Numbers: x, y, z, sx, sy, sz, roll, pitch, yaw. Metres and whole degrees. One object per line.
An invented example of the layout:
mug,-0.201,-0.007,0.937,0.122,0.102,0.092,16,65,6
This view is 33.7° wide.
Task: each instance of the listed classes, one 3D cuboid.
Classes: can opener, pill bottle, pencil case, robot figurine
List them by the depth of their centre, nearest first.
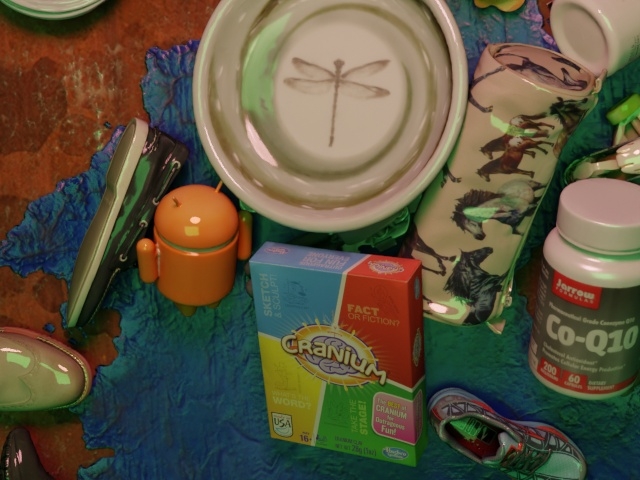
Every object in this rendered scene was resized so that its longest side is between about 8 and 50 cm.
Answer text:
pill bottle,0.442,-0.331,1.456,0.229,0.131,0.131,-32,94,-17
pencil case,0.245,-0.075,1.479,0.184,0.160,0.410,21,115,1
pill bottle,0.387,0.068,1.485,0.161,0.161,0.283,3,121,5
can opener,0.000,0.000,1.564,0.283,0.076,0.095,-24,139,19
robot figurine,-0.184,0.008,1.569,0.158,0.128,0.219,8,129,0

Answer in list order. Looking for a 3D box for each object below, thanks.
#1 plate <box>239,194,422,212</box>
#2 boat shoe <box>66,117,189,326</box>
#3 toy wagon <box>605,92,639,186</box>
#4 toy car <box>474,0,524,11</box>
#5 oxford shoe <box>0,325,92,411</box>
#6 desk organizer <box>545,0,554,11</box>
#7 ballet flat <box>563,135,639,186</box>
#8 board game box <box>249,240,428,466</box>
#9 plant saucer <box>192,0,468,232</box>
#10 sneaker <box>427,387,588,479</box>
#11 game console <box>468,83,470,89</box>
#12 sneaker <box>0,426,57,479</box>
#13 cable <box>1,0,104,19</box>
plate,0.015,-0.180,1.590,0.277,0.045,0.278,0,98,7
boat shoe,-0.292,-0.013,1.610,0.113,0.127,0.340,17,98,-24
toy wagon,0.593,-0.154,1.528,0.344,0.068,0.267,-37,93,9
toy car,0.246,-0.437,1.484,0.210,0.219,0.238,-30,123,8
oxford shoe,-0.560,0.208,1.646,0.397,0.146,0.140,6,98,4
desk organizer,0.382,-0.300,1.535,0.047,0.050,0.130,-29,94,9
ballet flat,0.420,-0.106,1.481,0.188,0.070,0.070,-25,96,50
board game box,0.030,0.166,1.543,0.242,0.064,0.316,6,119,22
plant saucer,0.018,-0.211,1.490,0.400,0.100,0.400,1,93,19
sneaker,0.279,0.319,1.592,0.262,0.125,0.104,22,100,2
game console,0.212,-0.154,1.592,0.107,0.071,0.122,-38,94,-21
sneaker,-0.438,0.436,1.697,0.130,0.109,0.286,-13,85,-24
cable,-0.397,-0.456,1.571,0.257,0.089,0.257,-37,94,8
